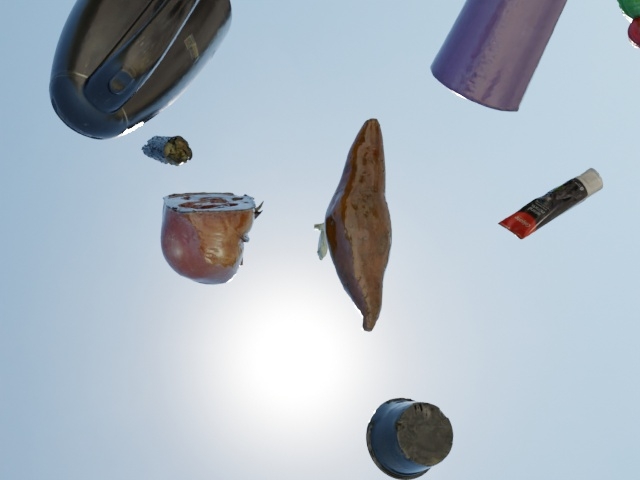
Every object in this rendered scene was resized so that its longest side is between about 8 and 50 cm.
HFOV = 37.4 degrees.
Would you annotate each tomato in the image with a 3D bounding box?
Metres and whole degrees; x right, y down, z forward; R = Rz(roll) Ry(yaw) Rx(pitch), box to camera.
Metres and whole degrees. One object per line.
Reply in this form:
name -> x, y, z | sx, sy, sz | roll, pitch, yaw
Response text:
tomato -> -0.194, -0.001, 1.659 | 0.214, 0.180, 0.155 | -96, 11, -78

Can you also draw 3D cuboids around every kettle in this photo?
kettle -> -0.260, -0.277, 1.326 | 0.207, 0.268, 0.290 | 41, -126, -20

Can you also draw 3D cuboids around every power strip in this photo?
power strip -> 0.000, 0.000, 2.049 | 0.035, 0.055, 0.083 | 7, -107, -8

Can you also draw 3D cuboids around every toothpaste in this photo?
toothpaste -> 0.411, -0.062, 1.666 | 0.071, 0.193, 0.045 | 46, 162, 53

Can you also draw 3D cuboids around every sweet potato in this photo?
sweet potato -> 0.060, -0.024, 1.540 | 0.112, 0.112, 0.359 | 17, -118, -43

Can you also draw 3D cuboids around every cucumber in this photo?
cucumber -> -0.268, -0.155, 1.626 | 0.053, 0.181, 0.053 | -3, -82, -26

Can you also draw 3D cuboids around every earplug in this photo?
earplug -> 0.414, -0.507, 1.951 | 0.215, 0.456, 0.215 | 19, -153, -10

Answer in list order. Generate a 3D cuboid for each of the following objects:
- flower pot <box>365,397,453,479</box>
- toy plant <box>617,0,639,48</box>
flower pot -> 0.178, 0.369, 1.783 | 0.157, 0.107, 0.158 | 7, -109, -21
toy plant -> 0.520, -0.408, 1.512 | 0.154, 0.088, 0.241 | -21, -81, -54
